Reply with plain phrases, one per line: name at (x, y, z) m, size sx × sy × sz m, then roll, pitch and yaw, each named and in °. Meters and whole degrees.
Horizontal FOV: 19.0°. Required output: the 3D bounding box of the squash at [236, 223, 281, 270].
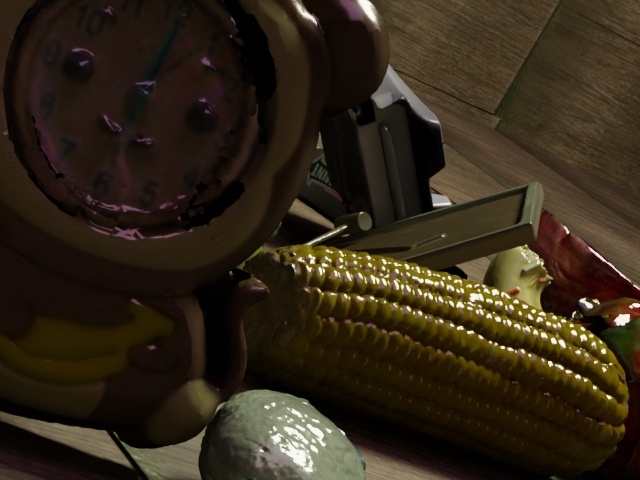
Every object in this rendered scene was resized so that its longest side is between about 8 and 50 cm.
squash at (-0.074, -0.002, 1.445) m, size 0.105 × 0.132 × 0.105 m, roll 29°, pitch 9°, yaw -5°

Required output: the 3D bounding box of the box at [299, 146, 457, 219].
box at (0.077, -0.042, 2.223) m, size 0.120 × 0.069 × 0.224 m, roll 35°, pitch 11°, yaw 33°

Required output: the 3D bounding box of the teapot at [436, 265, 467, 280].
teapot at (0.098, 0.053, 1.735) m, size 0.087 × 0.096 × 0.177 m, roll 29°, pitch 11°, yaw 3°

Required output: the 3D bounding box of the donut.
donut at (0.221, 0.076, 1.894) m, size 0.166 × 0.108 × 0.065 m, roll 40°, pitch -6°, yaw 20°

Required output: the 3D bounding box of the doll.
doll at (-0.021, 0.134, 1.096) m, size 0.103 × 0.071 × 0.214 m, roll 27°, pitch 14°, yaw -1°

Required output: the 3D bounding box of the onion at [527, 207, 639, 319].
onion at (0.293, 0.080, 1.998) m, size 0.227 × 0.120 × 0.283 m, roll 41°, pitch -6°, yaw -29°

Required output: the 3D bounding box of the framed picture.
framed picture at (0.087, 0.003, 1.727) m, size 0.315 × 0.232 × 0.024 m, roll -49°, pitch 122°, yaw -78°

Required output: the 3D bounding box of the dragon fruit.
dragon fruit at (0.271, 0.129, 1.643) m, size 0.182 × 0.182 × 0.188 m, roll 19°, pitch 23°, yaw -43°

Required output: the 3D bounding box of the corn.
corn at (0.089, 0.090, 1.455) m, size 0.344 × 0.131 × 0.131 m, roll 19°, pitch 14°, yaw -33°

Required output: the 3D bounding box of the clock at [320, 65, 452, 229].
clock at (0.062, -0.089, 1.945) m, size 0.083 × 0.253 × 0.186 m, roll -18°, pitch 40°, yaw -9°

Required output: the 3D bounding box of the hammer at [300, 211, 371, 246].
hammer at (0.000, 0.000, 1.808) m, size 0.110 × 0.019 × 0.035 m, roll -28°, pitch 12°, yaw -40°

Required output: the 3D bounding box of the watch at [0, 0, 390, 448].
watch at (-0.174, -0.067, 1.170) m, size 0.314 × 0.335 × 0.327 m, roll 17°, pitch -5°, yaw -26°
